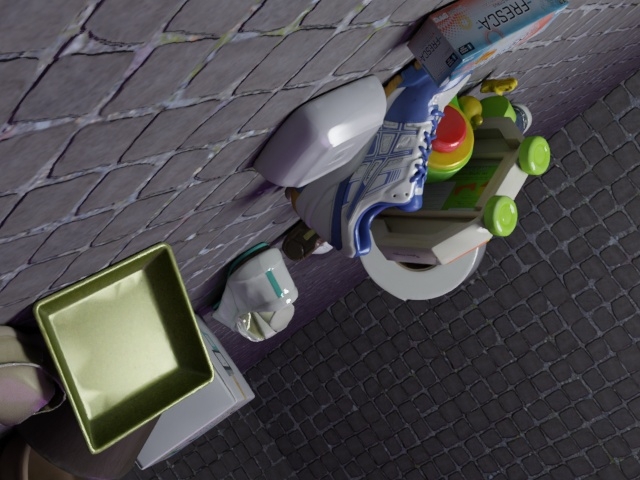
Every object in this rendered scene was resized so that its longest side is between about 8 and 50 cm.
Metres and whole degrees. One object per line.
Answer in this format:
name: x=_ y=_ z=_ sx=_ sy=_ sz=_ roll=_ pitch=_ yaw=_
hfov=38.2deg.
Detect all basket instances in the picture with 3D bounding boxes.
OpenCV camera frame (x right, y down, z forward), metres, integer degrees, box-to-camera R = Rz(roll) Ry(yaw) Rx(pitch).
basket: x=-0.279 y=0.183 z=1.237 sx=0.227 sy=0.204 sz=0.154 roll=-49 pitch=-170 yaw=23

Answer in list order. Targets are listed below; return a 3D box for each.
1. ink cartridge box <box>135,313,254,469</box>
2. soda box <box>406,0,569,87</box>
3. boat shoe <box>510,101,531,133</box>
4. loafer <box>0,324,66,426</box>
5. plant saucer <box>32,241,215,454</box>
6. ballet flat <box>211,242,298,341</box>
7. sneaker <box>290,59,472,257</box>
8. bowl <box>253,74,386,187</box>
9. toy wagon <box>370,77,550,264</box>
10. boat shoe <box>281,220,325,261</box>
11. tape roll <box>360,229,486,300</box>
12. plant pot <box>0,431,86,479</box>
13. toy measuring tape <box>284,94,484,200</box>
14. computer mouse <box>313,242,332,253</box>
ink cartridge box: x=-0.261 y=0.256 z=1.629 sx=0.198 sy=0.197 sz=0.270 roll=-35 pitch=172 yaw=-2
soda box: x=0.185 y=-0.236 z=1.008 sx=0.183 sy=0.063 sz=0.058 roll=-31 pitch=172 yaw=-29
boat shoe: x=0.334 y=-0.181 z=1.903 sx=0.079 sy=0.095 sz=0.254 roll=-30 pitch=170 yaw=-45
loafer: x=-0.346 y=0.155 z=1.018 sx=0.102 sy=0.092 sz=0.268 roll=-36 pitch=173 yaw=6
plant saucer: x=-0.233 y=0.120 z=1.081 sx=0.188 sy=0.188 sz=0.045 roll=-29 pitch=-162 yaw=-39
ballet flat: x=-0.115 y=0.118 z=1.672 sx=0.139 sy=0.139 sz=0.400 roll=-33 pitch=173 yaw=-17
sneaker: x=0.101 y=-0.105 z=1.143 sx=0.296 sy=0.131 sz=0.112 roll=-48 pitch=164 yaw=21
bowl: x=0.007 y=-0.116 z=1.035 sx=0.142 sy=0.053 sz=0.142 roll=-30 pitch=170 yaw=-39
toy wagon: x=0.215 y=-0.109 z=1.396 sx=0.267 sy=0.068 sz=0.344 roll=4 pitch=-129 yaw=46
boat shoe: x=0.014 y=-0.038 z=1.566 sx=0.190 sy=0.068 sz=0.072 roll=-31 pitch=-170 yaw=28
tape roll: x=0.210 y=-0.007 z=1.882 sx=0.246 sy=0.246 sz=0.169 roll=-37 pitch=173 yaw=14
plant pot: x=-0.568 y=0.490 z=1.704 sx=0.229 sy=0.263 sz=0.263 roll=-19 pitch=176 yaw=11
toy measuring tape: x=0.110 y=-0.110 z=1.289 sx=0.330 sy=0.121 sz=0.121 roll=-32 pitch=172 yaw=-23
computer mouse: x=0.000 y=0.000 z=1.771 sx=0.106 sy=0.042 sz=0.193 roll=-37 pitch=172 yaw=11
